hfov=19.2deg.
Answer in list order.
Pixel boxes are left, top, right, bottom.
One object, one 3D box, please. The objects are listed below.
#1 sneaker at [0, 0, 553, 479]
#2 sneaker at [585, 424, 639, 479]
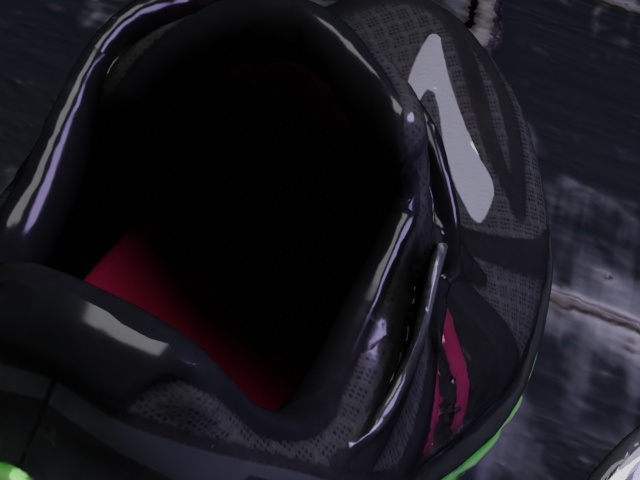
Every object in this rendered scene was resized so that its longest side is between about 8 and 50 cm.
[{"bbox_3d":[0.000,0.000,0.683,0.185,0.202,0.483,22,29,5],"label":"sneaker"},{"bbox_3d":[0.188,0.120,0.713,0.132,0.086,0.229,39,33,29],"label":"sneaker"}]
